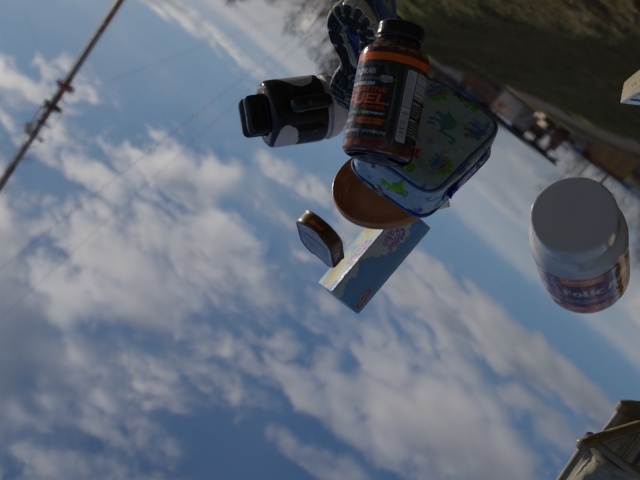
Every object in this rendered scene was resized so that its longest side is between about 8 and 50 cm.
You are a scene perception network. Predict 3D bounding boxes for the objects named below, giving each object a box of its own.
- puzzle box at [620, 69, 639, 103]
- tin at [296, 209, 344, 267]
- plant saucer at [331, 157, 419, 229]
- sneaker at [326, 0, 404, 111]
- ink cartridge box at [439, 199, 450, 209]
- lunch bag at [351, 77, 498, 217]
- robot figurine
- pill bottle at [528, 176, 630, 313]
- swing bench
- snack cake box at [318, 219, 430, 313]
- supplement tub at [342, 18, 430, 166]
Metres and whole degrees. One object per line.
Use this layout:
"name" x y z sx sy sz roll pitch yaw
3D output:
"puzzle box" 0.788 -0.305 1.710 0.272 0.052 0.409 10 -172 13
"tin" 0.000 0.000 1.737 0.106 0.040 0.190 35 166 16
"plant saucer" 0.120 -0.091 1.463 0.200 0.199 0.037 53 168 40
"sneaker" 0.102 -0.337 1.495 0.129 0.147 0.330 31 156 17
"ink cartridge box" 0.297 -0.127 2.273 0.143 0.092 0.090 -101 -2 -86
"lunch bag" 0.169 -0.147 1.320 0.176 0.219 0.090 36 150 18
"robot figurine" -0.063 -0.330 2.085 0.278 0.174 0.209 -10 -138 -18
"pill bottle" 0.619 0.016 1.967 0.224 0.224 0.392 49 -179 30
"swing bench" 0.477 0.414 1.358 0.165 0.253 0.254 36 -149 24
"snack cake box" 0.123 0.036 1.948 0.089 0.264 0.152 41 176 -12
"supplement tub" 0.098 -0.212 1.185 0.106 0.198 0.106 11 176 1
